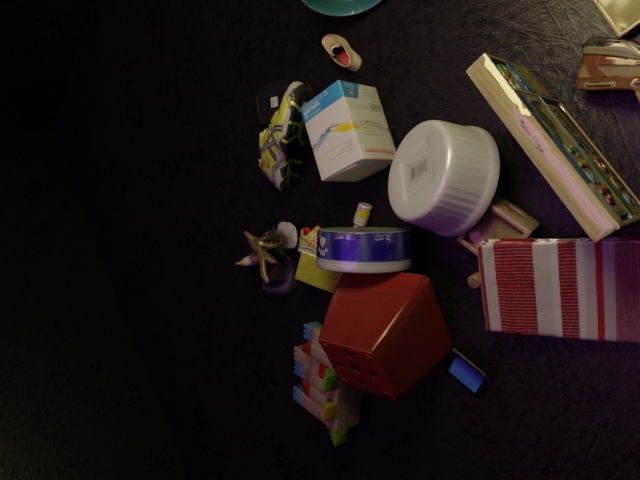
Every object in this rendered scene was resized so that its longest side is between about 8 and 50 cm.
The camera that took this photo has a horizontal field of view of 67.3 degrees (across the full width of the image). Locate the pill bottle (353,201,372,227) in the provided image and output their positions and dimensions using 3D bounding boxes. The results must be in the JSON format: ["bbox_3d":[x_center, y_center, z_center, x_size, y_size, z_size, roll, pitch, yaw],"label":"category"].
[{"bbox_3d":[0.125,-0.071,1.455,0.043,0.043,0.083,33,117,35],"label":"pill bottle"}]

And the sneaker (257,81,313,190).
[{"bbox_3d":[-0.128,-0.329,1.515,0.147,0.145,0.384,36,136,16],"label":"sneaker"}]

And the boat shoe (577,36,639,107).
[{"bbox_3d":[0.647,-0.303,0.903,0.324,0.123,0.119,33,122,44],"label":"boat shoe"}]

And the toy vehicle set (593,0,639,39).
[{"bbox_3d":[0.606,-0.560,0.951,0.166,0.035,0.266,-35,72,40],"label":"toy vehicle set"}]

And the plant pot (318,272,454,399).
[{"bbox_3d":[0.154,0.255,1.270,0.267,0.235,0.267,5,132,42],"label":"plant pot"}]

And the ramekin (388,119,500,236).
[{"bbox_3d":[0.282,-0.155,1.162,0.277,0.135,0.277,-170,90,-66],"label":"ramekin"}]

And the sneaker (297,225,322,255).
[{"bbox_3d":[0.000,0.000,1.556,0.209,0.081,0.094,7,98,42],"label":"sneaker"}]

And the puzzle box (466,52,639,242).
[{"bbox_3d":[0.480,-0.190,0.958,0.052,0.272,0.408,-43,68,39],"label":"puzzle box"}]

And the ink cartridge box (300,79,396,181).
[{"bbox_3d":[0.082,-0.303,1.376,0.168,0.171,0.232,-24,79,42],"label":"ink cartridge box"}]

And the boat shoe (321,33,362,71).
[{"bbox_3d":[0.054,-0.571,1.443,0.170,0.059,0.063,48,125,27],"label":"boat shoe"}]

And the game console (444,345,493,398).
[{"bbox_3d":[0.380,0.346,1.259,0.122,0.107,0.071,38,91,32],"label":"game console"}]

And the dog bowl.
[{"bbox_3d":[0.121,0.021,1.321,0.265,0.265,0.104,5,97,42],"label":"dog bowl"}]

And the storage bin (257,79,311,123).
[{"bbox_3d":[-0.122,-0.458,1.605,0.180,0.084,0.122,4,98,42],"label":"storage bin"}]

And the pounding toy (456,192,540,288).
[{"bbox_3d":[0.429,0.024,1.158,0.181,0.094,0.206,40,128,20],"label":"pounding toy"}]

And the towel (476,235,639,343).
[{"bbox_3d":[0.521,0.106,1.047,0.329,0.037,0.237,-1,109,31],"label":"towel"}]

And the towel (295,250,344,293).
[{"bbox_3d":[0.041,0.113,1.505,0.237,0.021,0.102,19,107,11],"label":"towel"}]

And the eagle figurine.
[{"bbox_3d":[-0.183,0.059,1.668,0.225,0.298,0.226,14,75,13],"label":"eagle figurine"}]

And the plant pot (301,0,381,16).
[{"bbox_3d":[0.054,-0.804,1.289,0.272,0.272,0.255,-20,68,42],"label":"plant pot"}]

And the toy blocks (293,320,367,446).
[{"bbox_3d":[0.013,0.415,1.555,0.261,0.191,0.381,16,107,52],"label":"toy blocks"}]
